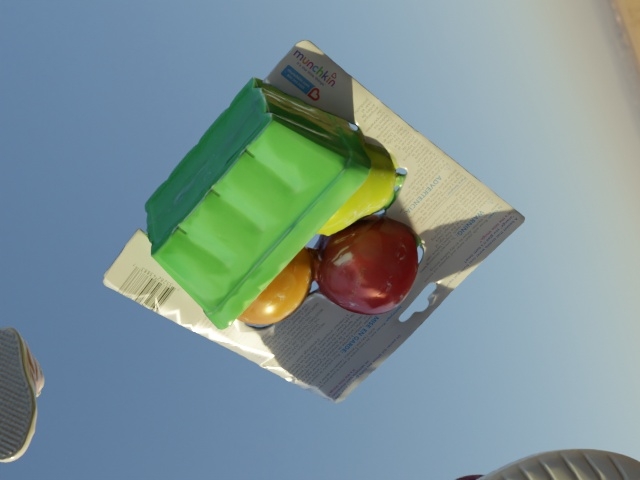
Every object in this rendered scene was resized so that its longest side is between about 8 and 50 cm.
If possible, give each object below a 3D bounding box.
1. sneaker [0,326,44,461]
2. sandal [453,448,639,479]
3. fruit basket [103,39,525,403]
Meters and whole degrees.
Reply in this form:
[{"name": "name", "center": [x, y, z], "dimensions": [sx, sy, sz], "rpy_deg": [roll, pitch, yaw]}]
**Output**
[{"name": "sneaker", "center": [-0.290, 0.155, 0.875], "dimensions": [0.070, 0.051, 0.134], "rpy_deg": [84, 173, -57]}, {"name": "sandal", "center": [0.185, 0.331, 1.019], "dimensions": [0.102, 0.416, 0.169], "rpy_deg": [-163, 58, -84]}, {"name": "fruit basket", "center": [0.000, 0.000, 0.989], "dimensions": [0.353, 0.327, 0.165], "rpy_deg": [30, -160, -36]}]
